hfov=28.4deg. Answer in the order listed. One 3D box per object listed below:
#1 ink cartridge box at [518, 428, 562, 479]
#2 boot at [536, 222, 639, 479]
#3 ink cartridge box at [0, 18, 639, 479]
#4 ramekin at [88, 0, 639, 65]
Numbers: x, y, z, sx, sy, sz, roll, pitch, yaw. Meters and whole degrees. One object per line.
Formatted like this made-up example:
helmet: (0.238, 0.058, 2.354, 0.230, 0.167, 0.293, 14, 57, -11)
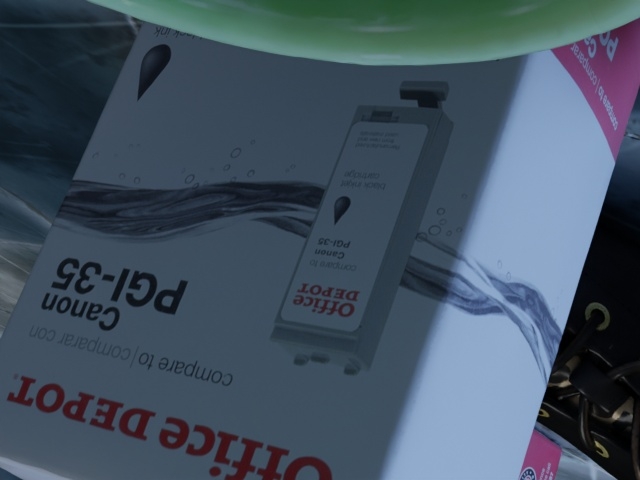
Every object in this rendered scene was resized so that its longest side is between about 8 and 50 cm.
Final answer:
ink cartridge box: (0.060, 0.268, 1.320, 0.160, 0.279, 0.385, 5, 156, 44)
boot: (0.167, 0.089, 0.672, 0.284, 0.138, 0.377, 28, -154, -6)
ink cartridge box: (0.000, 0.000, 0.556, 0.207, 0.283, 0.117, 10, 160, 32)
ramekin: (-0.029, -0.180, 0.271, 0.304, 0.148, 0.303, 19, 163, 6)
